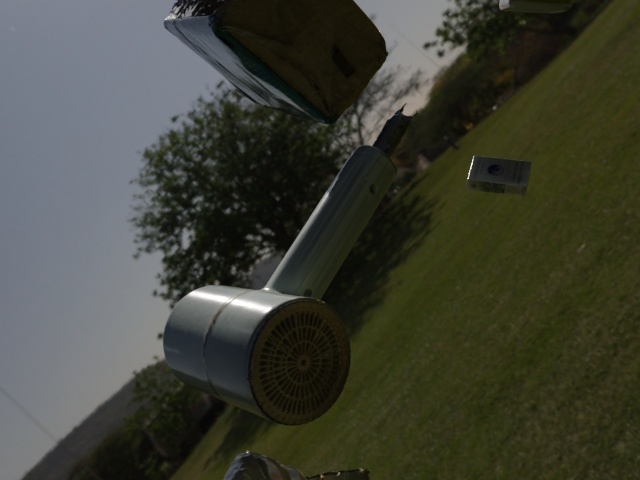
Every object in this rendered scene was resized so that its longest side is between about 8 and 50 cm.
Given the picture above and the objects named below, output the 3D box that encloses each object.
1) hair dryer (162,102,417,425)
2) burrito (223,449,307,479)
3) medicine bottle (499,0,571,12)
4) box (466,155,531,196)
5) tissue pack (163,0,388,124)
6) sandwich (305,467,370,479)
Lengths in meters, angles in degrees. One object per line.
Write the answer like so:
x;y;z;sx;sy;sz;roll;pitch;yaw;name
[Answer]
0.000;0.000;0.677;0.173;0.107;0.357;4;54;52;hair dryer
-0.061;0.227;0.500;0.275;0.082;0.059;-34;-39;-76;burrito
0.297;-0.405;0.927;0.132;0.088;0.188;-61;-24;-71;medicine bottle
0.257;-0.093;0.998;0.024;0.083;0.054;77;-151;-50;box
-0.063;-0.254;0.849;0.134;0.192;0.271;-55;29;0;tissue pack
0.027;0.325;0.678;0.113;0.080;0.163;82;178;-46;sandwich
